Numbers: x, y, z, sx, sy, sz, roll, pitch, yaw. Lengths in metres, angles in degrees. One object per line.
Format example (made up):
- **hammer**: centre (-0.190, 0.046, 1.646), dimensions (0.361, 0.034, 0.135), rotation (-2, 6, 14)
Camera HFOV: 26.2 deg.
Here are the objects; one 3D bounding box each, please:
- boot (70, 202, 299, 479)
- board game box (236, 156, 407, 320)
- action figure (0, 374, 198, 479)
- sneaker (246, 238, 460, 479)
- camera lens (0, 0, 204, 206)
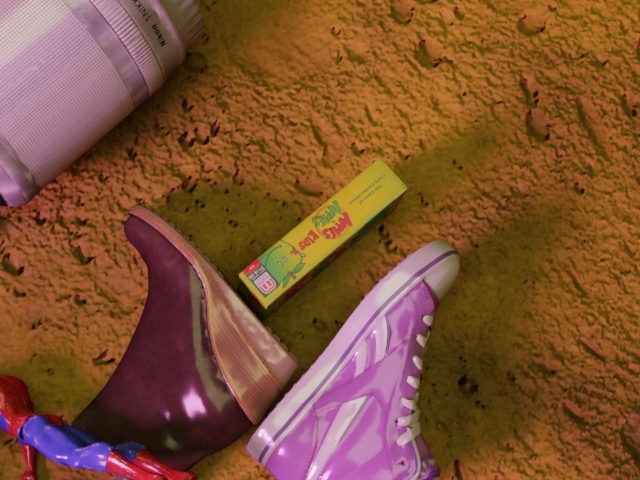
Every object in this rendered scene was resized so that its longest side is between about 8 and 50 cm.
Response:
- **boot**: centre (-0.166, 0.106, 1.329), dimensions (0.207, 0.090, 0.248), rotation (-41, 73, -3)
- **board game box**: centre (0.000, 0.000, 1.363), dimensions (0.181, 0.092, 0.043), rotation (-40, 84, -12)
- **action figure**: centre (-0.264, 0.215, 1.279), dimensions (0.280, 0.091, 0.139), rotation (26, 93, 27)
- **sneaker**: centre (0.077, 0.144, 1.326), dimensions (0.161, 0.102, 0.282), rotation (38, 88, 15)
- **camera lens**: centre (-0.277, -0.185, 1.318), dimensions (0.274, 0.219, 0.219), rotation (-43, 84, -12)
